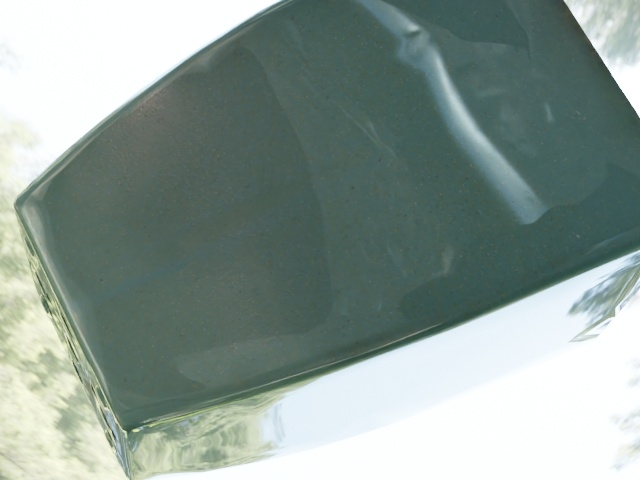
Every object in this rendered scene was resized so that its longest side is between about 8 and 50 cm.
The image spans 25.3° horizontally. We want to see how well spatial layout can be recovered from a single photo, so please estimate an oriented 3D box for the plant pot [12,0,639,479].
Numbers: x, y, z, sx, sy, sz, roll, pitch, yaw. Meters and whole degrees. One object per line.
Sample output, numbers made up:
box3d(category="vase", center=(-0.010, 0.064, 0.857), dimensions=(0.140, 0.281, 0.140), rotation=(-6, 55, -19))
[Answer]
box3d(category="plant pot", center=(0.000, 0.000, 0.617), dimensions=(0.234, 0.165, 0.166), rotation=(-25, -107, -14))
